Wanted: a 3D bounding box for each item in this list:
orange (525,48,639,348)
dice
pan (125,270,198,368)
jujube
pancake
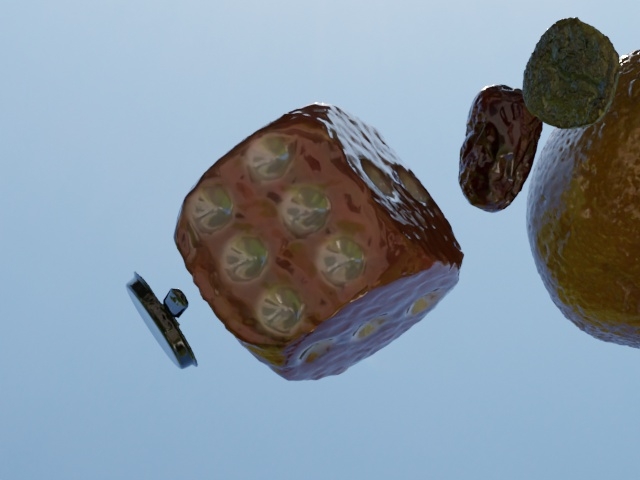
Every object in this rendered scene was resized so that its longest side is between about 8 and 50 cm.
[{"bbox_3d":[0.394,-0.051,1.476,0.322,0.357,0.322,5,-135,-5],"label":"orange"},{"bbox_3d":[0.000,0.000,1.095,0.175,0.174,0.179,59,-165,21],"label":"dice"},{"bbox_3d":[-0.181,0.087,1.521,0.028,0.235,0.136,-34,-94,-16],"label":"pan"},{"bbox_3d":[0.180,-0.091,1.327,0.077,0.129,0.077,10,-170,-2],"label":"jujube"},{"bbox_3d":[0.227,-0.148,1.197,0.017,0.108,0.108,-3,-123,-43],"label":"pancake"}]
